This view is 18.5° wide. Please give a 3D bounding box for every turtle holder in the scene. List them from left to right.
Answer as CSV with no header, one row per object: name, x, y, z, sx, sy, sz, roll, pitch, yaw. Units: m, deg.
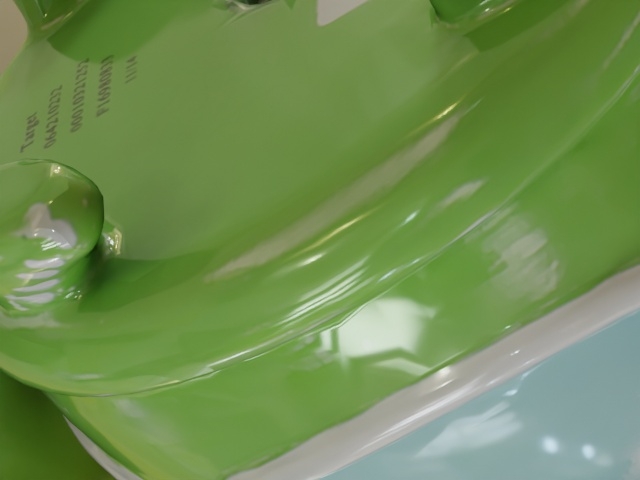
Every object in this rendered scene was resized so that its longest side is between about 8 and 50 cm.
turtle holder,0.011,0.002,0.562,0.227,0.320,0.243,48,176,-30
